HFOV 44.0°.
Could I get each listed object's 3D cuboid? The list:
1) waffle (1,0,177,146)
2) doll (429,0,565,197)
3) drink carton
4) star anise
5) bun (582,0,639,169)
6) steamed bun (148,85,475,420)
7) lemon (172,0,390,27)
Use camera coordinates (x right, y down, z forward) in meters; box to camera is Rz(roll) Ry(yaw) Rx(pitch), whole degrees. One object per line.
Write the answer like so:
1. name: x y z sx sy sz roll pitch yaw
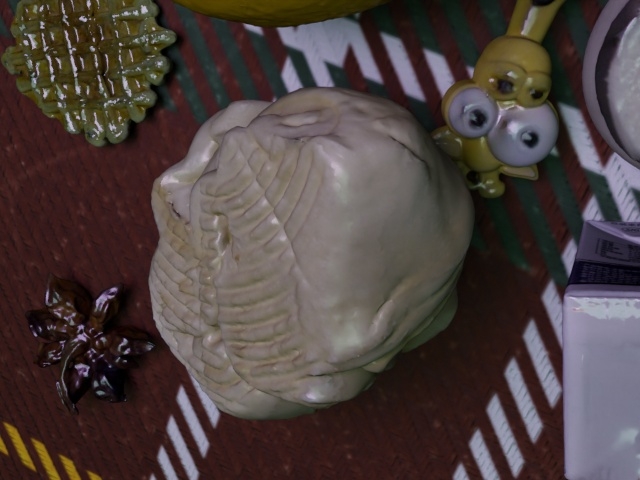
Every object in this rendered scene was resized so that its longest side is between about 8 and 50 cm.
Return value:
1. waffle: -0.232 -0.191 0.789 0.183 0.036 0.169 37 111 7
2. doll: 0.166 -0.169 0.623 0.117 0.086 0.291 19 110 -3
3. drink carton: 0.236 0.070 0.583 0.101 0.222 0.134 -2 103 21
4. star anise: -0.254 0.108 0.864 0.167 0.057 0.168 1 95 17
5. bun: 0.278 -0.128 0.574 0.172 0.120 0.173 5 112 12
6. steamed bun: 0.002 0.001 0.662 0.276 0.203 0.289 40 127 36
7. lemon: -0.017 -0.309 0.527 0.347 0.348 0.348 5 105 19
